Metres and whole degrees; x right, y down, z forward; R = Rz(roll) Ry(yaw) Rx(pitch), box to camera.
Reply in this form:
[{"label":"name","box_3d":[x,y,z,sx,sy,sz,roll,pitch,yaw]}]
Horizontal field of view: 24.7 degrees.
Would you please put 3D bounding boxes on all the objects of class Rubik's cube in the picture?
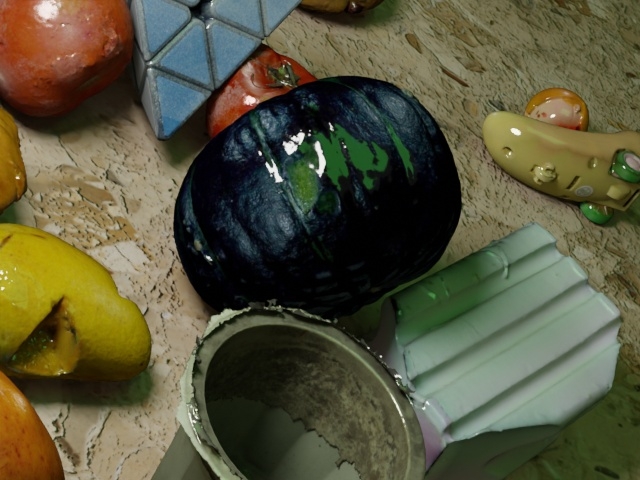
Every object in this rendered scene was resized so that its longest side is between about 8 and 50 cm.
[{"label":"Rubik's cube","box_3d":[-0.192,-0.306,1.955,0.228,0.229,0.233,40,23,2]}]

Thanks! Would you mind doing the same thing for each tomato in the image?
[{"label":"tomato","box_3d":[-0.072,-0.179,2.022,0.187,0.151,0.187,13,43,-12]},{"label":"tomato","box_3d":[-0.343,-0.266,1.856,0.184,0.208,0.208,52,41,8]}]

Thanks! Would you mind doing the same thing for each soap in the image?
[{"label":"soap","box_3d":[0.216,0.163,1.914,0.261,0.156,0.446,51,40,13]}]

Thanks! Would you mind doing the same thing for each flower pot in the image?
[{"label":"flower pot","box_3d":[-0.065,0.243,1.545,0.290,0.259,0.290,20,44,-20]}]

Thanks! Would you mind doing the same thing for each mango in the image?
[{"label":"mango","box_3d":[-0.305,0.079,1.623,0.262,0.130,0.167,18,49,-30]}]

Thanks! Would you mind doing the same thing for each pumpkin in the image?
[{"label":"pumpkin","box_3d":[-0.005,-0.039,1.787,0.363,0.363,0.266,-20,79,-46]}]

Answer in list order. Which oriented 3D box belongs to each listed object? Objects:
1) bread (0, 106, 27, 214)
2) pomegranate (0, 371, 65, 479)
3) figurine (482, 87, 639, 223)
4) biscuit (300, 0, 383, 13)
[{"label":"bread","box_3d":[-0.464,-0.107,1.666,0.268,0.146,0.268,25,39,-22]},{"label":"pomegranate","box_3d":[-0.374,0.223,1.350,0.264,0.264,0.264,21,43,-21]},{"label":"figurine","box_3d":[0.408,-0.160,2.397,0.324,0.124,0.222,14,46,-22]},{"label":"biscuit","box_3d":[-0.017,-0.474,2.403,0.296,0.075,0.296,16,46,-17]}]
